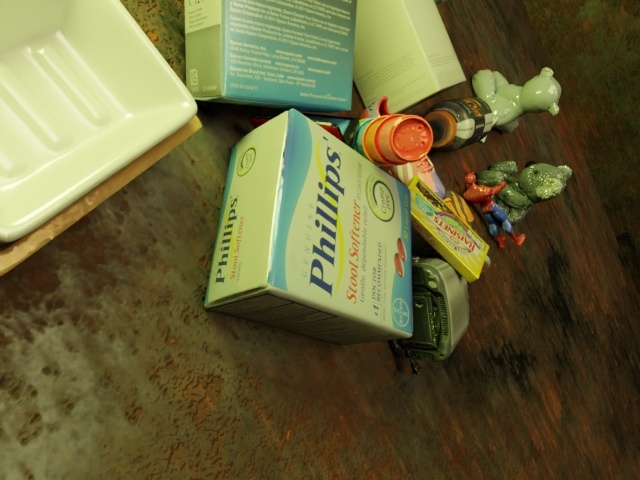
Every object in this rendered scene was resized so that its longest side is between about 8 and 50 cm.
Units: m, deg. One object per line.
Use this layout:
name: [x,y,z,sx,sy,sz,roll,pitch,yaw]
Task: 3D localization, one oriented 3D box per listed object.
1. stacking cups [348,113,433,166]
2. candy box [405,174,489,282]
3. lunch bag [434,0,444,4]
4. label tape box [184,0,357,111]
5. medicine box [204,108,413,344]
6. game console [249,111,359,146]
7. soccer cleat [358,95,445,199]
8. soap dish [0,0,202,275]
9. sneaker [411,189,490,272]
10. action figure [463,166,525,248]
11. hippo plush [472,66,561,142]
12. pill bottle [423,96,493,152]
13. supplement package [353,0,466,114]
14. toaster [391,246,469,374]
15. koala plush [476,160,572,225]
stacking cups: [0.095,-0.161,0.751,0.095,0.096,0.316,60,2,-12]
candy box: [0.231,-0.024,0.851,0.206,0.027,0.105,43,48,-5]
lunch bag: [0.209,-0.672,1.099,0.279,0.224,0.107,16,61,-36]
label tape box: [-0.066,-0.378,0.673,0.249,0.115,0.347,-9,105,-42]
medicine box: [0.000,0.000,0.688,0.289,0.149,0.263,25,59,-40]
game console: [-0.021,-0.195,0.727,0.124,0.144,0.085,46,55,-70]
soccer cleat: [0.175,-0.184,0.925,0.248,0.095,0.083,49,41,9]
soap dish: [-0.290,-0.137,0.453,0.228,0.118,0.290,53,45,-20]
sneaker: [0.236,-0.038,0.992,0.321,0.125,0.179,24,47,-36]
action figure: [0.498,-0.115,1.301,0.280,0.092,0.139,43,56,-29]
hippo plush: [0.646,-0.486,1.477,0.294,0.237,0.234,-25,95,-48]
pill bottle: [0.350,-0.303,1.180,0.246,0.131,0.130,-27,96,-48]
supplement package: [0.163,-0.439,0.994,0.175,0.178,0.292,-35,103,-47]
toaster: [0.212,0.129,0.875,0.147,0.129,0.226,-22,105,-50]
koala plush: [0.627,-0.158,1.352,0.196,0.221,0.203,-29,98,-48]
